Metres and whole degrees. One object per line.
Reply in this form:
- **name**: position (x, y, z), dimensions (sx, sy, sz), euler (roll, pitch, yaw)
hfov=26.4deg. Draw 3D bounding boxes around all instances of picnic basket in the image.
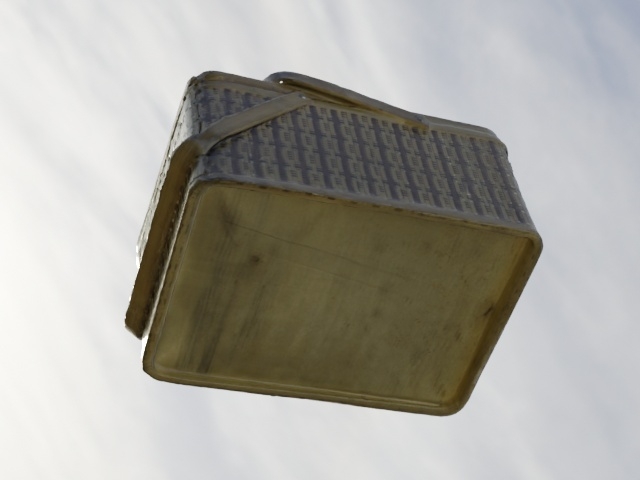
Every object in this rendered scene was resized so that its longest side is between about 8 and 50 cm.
- **picnic basket**: position (0.000, 0.000, 1.180), dimensions (0.175, 0.312, 0.228), euler (-102, -153, -51)
